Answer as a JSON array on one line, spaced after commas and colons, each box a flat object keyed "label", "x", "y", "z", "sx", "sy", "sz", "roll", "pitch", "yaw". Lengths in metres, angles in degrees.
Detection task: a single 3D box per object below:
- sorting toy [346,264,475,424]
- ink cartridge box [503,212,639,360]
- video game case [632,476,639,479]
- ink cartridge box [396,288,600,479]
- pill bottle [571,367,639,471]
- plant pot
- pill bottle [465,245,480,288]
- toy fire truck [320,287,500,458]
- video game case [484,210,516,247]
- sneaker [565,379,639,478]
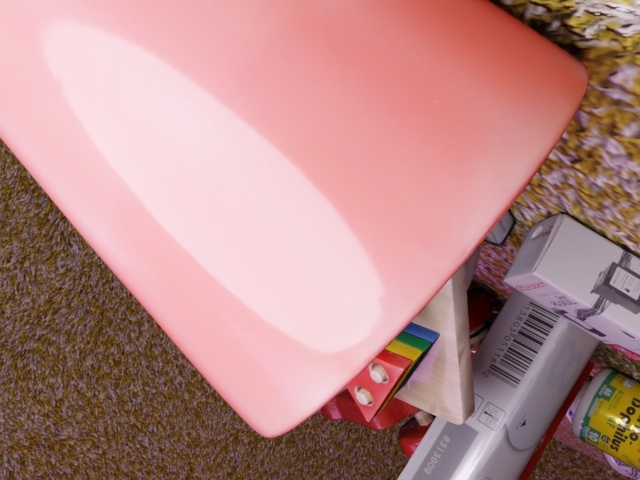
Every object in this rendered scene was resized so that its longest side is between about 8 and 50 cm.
[{"label": "sorting toy", "x": 0.014, "y": 0.058, "z": 0.841, "sx": 0.257, "sy": 0.089, "sz": 0.255, "roll": 18, "pitch": 131, "yaw": 37}, {"label": "ink cartridge box", "x": 0.251, "y": 0.045, "z": 0.763, "sx": 0.150, "sy": 0.063, "sz": 0.109, "roll": 31, "pitch": 173, "yaw": 2}, {"label": "video game case", "x": 0.315, "y": 0.386, "z": 1.139, "sx": 0.300, "sy": 0.329, "sz": 0.036, "roll": 87, "pitch": 160, "yaw": -66}, {"label": "ink cartridge box", "x": 0.279, "y": 0.257, "z": 1.134, "sx": 0.091, "sy": 0.308, "sz": 0.385, "roll": 28, "pitch": 173, "yaw": 39}, {"label": "pill bottle", "x": 0.482, "y": 0.280, "z": 1.224, "sx": 0.208, "sy": 0.117, "sz": 0.117, "roll": 28, "pitch": 172, "yaw": 31}, {"label": "plant pot", "x": -0.037, "y": -0.070, "z": 0.473, "sx": 0.243, "sy": 0.275, "sz": 0.275, "roll": 40, "pitch": 173, "yaw": -2}, {"label": "pill bottle", "x": 0.034, "y": -0.006, "z": 0.971, "sx": 0.265, "sy": 0.153, "sz": 0.153, "roll": 28, "pitch": 172, "yaw": 31}, {"label": "toy fire truck", "x": 0.158, "y": 0.196, "z": 1.329, "sx": 0.169, "sy": 0.302, "sz": 0.254, "roll": 64, "pitch": 158, "yaw": -9}, {"label": "video game case", "x": 0.032, "y": -0.101, "z": 0.791, "sx": 0.275, "sy": 0.035, "sz": 0.248, "roll": 27, "pitch": 172, "yaw": 31}, {"label": "sneaker", "x": 0.555, "y": 0.356, "z": 1.481, "sx": 0.296, "sy": 0.112, "sz": 0.131, "roll": 34, "pitch": 173, "yaw": -24}]
